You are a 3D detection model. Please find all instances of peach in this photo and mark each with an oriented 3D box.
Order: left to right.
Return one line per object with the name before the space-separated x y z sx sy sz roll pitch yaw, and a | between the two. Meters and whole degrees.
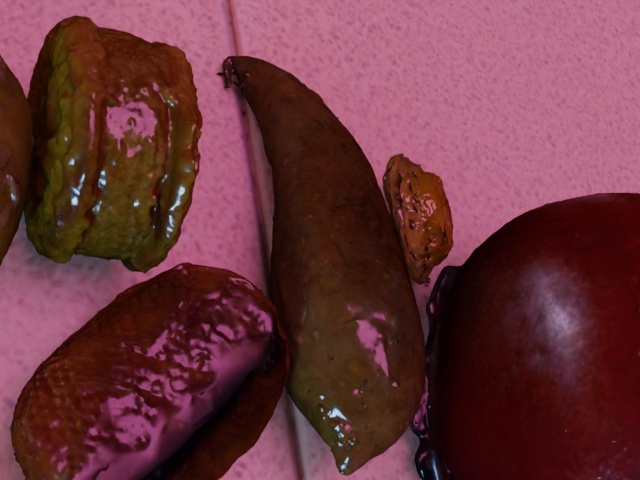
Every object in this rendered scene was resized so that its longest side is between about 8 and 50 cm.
peach | 0.275 0.142 0.886 0.339 0.353 0.416 14 23 -36

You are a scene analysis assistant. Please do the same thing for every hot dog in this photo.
hot dog | -0.122 0.117 0.745 0.160 0.099 0.227 51 51 1

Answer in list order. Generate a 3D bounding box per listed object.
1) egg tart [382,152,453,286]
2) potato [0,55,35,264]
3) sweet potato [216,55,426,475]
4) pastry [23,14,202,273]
egg tart | 0.095 -0.019 0.955 0.130 0.052 0.131 -10 90 -77
potato | -0.295 -0.090 0.714 0.176 0.141 0.298 -6 70 -24
sweet potato | 0.004 -0.003 0.885 0.130 0.130 0.423 6 55 -31
pastry | -0.163 -0.069 0.768 0.103 0.188 0.189 6 62 -28
